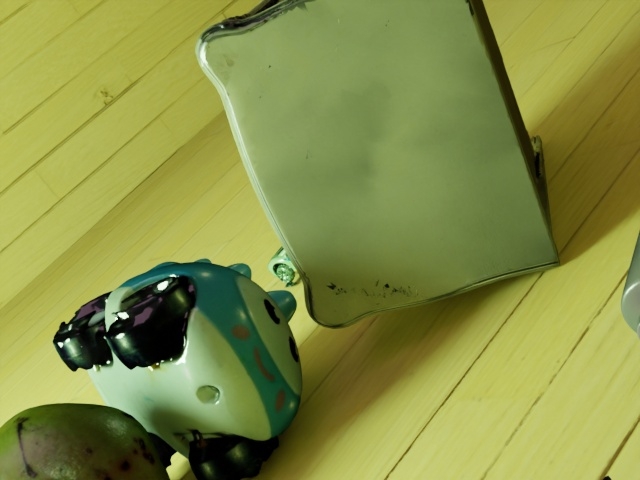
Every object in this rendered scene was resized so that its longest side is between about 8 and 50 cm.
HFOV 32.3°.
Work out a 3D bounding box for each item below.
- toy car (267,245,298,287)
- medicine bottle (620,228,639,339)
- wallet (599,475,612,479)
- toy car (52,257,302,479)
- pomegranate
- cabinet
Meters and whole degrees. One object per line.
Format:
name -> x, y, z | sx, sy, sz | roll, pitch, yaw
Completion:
toy car -> 0.000, 0.000, 1.309 | 0.186, 0.058, 0.093 | -16, 26, 48
medicine bottle -> 0.234, 0.027, 0.740 | 0.058, 0.057, 0.199 | -25, 21, 36
wallet -> 0.048, 0.235, 0.551 | 0.221, 0.071, 0.262 | -31, 11, 29
toy car -> -0.109, 0.104, 1.021 | 0.190, 0.188, 0.255 | -38, 14, -32
pomegranate -> -0.221, 0.234, 0.945 | 0.179, 0.179, 0.210 | -48, -5, -35
cabinet -> 0.070, -0.131, 1.052 | 0.228, 0.289, 0.318 | -18, 19, 16
